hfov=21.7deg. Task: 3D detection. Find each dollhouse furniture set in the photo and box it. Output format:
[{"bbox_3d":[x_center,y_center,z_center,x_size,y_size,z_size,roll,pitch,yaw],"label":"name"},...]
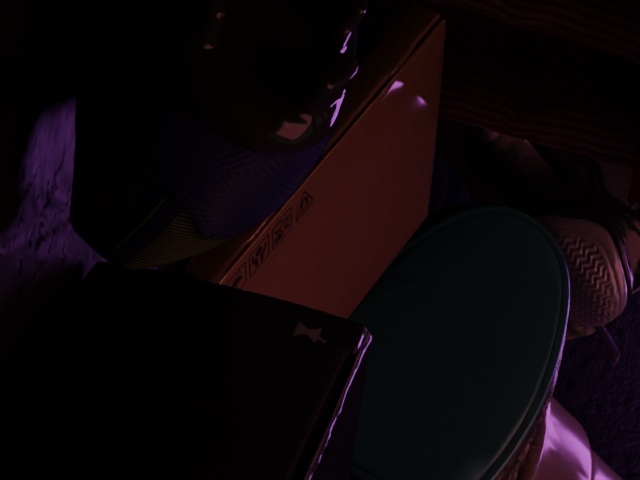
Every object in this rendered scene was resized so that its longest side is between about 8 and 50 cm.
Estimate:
[{"bbox_3d":[0.140,-0.212,0.980,0.152,0.201,0.374,93,15,-46],"label":"dollhouse furniture set"}]

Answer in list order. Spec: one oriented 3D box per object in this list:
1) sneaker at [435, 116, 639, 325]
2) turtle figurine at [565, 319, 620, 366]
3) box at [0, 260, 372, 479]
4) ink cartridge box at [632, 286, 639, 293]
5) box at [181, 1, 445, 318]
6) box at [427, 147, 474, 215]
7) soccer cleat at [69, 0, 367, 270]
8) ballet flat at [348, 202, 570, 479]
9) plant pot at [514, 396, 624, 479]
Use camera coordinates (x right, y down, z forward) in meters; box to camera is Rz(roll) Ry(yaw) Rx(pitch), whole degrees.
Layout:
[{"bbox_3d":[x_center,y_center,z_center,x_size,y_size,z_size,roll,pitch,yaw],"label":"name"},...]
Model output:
[{"bbox_3d":[0.166,-0.086,1.143,0.153,0.269,0.101,-34,-174,-19],"label":"sneaker"},{"bbox_3d":[0.201,0.010,1.651,0.275,0.197,0.266,94,7,-68],"label":"turtle figurine"},{"bbox_3d":[-0.061,0.137,0.584,0.153,0.108,0.207,-61,161,-57],"label":"box"},{"bbox_3d":[0.255,-0.108,1.599,0.114,0.273,0.198,-31,-166,27],"label":"ink cartridge box"},{"bbox_3d":[0.000,0.000,0.840,0.201,0.021,0.164,-51,158,-31],"label":"box"},{"bbox_3d":[0.133,-0.040,1.348,0.300,0.142,0.154,23,81,-80],"label":"box"},{"bbox_3d":[-0.025,-0.103,0.609,0.121,0.093,0.289,-45,-163,37],"label":"soccer cleat"},{"bbox_3d":[0.005,0.177,0.989,0.182,0.164,0.483,-53,-173,50],"label":"ballet flat"},{"bbox_3d":[0.168,0.299,1.176,0.334,0.305,0.334,-53,-170,14],"label":"plant pot"}]
